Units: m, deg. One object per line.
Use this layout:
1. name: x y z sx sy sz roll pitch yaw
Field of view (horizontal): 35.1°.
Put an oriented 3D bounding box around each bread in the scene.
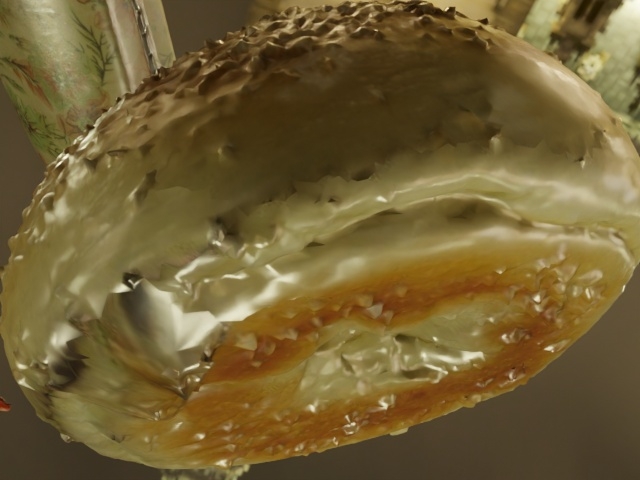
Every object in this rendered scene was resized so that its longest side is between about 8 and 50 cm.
1. bread: 0.000 0.000 0.487 0.306 0.305 0.158 -5 -117 -25

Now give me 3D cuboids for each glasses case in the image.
1. glasses case: -0.194 -0.197 0.738 0.157 0.425 0.098 20 -131 29

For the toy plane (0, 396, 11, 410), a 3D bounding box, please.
1. toy plane: -0.379 0.225 0.953 0.126 0.077 0.194 15 -94 -34
